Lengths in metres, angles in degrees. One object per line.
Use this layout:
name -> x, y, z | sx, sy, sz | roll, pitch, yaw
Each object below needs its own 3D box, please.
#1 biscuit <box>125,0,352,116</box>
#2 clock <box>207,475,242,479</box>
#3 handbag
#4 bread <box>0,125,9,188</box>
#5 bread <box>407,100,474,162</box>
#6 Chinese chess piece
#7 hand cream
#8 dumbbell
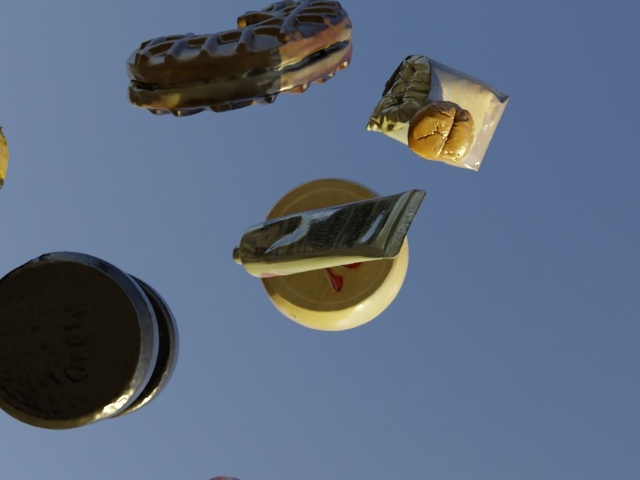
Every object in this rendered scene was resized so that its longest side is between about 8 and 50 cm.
biscuit -> -0.095, -0.280, 1.800 | 0.268, 0.366, 0.115 | 12, -59, 48
clock -> -0.053, 0.291, 1.098 | 0.197, 0.063, 0.150 | 30, -36, -23
handbag -> 0.150, -0.166, 1.533 | 0.095, 0.173, 0.117 | 32, -78, 56
bread -> -0.507, -0.085, 1.421 | 0.124, 0.257, 0.186 | 64, 21, -71
bread -> 0.147, -0.133, 1.454 | 0.083, 0.046, 0.081 | 39, -75, -21
Chinese chess piece -> 0.017, 0.020, 1.925 | 0.251, 0.251, 0.097 | 53, -6, 17
hand cream -> 0.000, 0.000, 1.678 | 0.340, 0.124, 0.078 | -9, -49, 43
dumbbell -> -0.289, 0.126, 1.484 | 0.204, 0.204, 0.322 | 64, -3, 5
